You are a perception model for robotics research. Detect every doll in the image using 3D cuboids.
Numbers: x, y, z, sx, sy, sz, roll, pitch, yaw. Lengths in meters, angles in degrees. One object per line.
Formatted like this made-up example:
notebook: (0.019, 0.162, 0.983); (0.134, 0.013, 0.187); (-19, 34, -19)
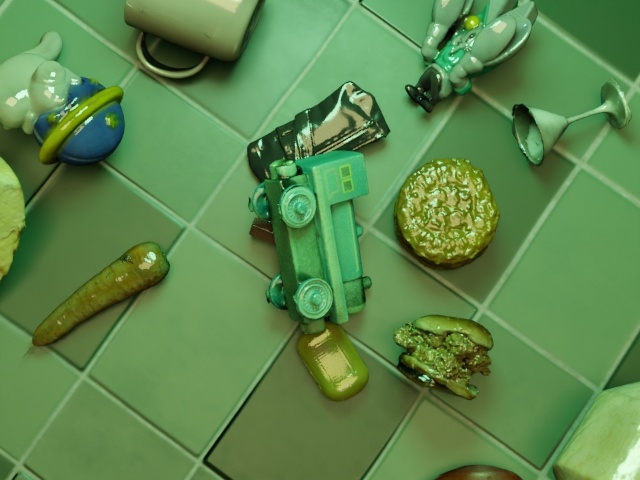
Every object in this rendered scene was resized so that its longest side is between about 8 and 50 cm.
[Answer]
doll: (0.268, -0.339, 1.732); (0.195, 0.153, 0.258); (18, 78, 27)
doll: (-0.456, -0.213, 1.634); (0.242, 0.160, 0.311); (55, 49, -8)

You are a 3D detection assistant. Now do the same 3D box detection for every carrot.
carrot: (-0.390, 0.103, 1.699); (0.298, 0.078, 0.078); (-35, 87, -2)

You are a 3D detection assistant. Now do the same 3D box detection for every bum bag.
bum bag: (-0.006, -0.174, 1.749); (0.248, 0.060, 0.123); (-31, 87, -4)

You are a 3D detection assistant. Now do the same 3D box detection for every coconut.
coconut: (0.525, 0.398, 1.611); (0.329, 0.329, 0.328); (0, 84, -3)

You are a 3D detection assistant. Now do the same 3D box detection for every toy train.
toy train: (0.000, 0.000, 1.671); (0.194, 0.120, 0.298); (-18, 107, -30)

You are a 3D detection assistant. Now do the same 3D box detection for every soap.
soap: (0.022, 0.207, 1.717); (0.089, 0.045, 0.140); (-32, 88, -3)

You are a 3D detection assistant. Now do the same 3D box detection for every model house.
model house: (-0.076, -0.019, 1.729); (0.083, 0.058, 0.057); (23, 83, 0)

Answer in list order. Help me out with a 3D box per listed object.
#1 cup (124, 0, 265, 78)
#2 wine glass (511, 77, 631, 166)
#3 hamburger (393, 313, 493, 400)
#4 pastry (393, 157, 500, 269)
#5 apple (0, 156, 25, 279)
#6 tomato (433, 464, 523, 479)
cup: (-0.216, -0.391, 1.713); (0.200, 0.191, 0.252); (24, 113, -3)
wine glass: (0.442, -0.212, 1.751); (0.183, 0.122, 0.122); (-19, 85, -6)
hamburger: (0.200, 0.183, 1.674); (0.185, 0.159, 0.131); (21, 87, -21)
pastry: (0.216, -0.044, 1.724); (0.189, 0.103, 0.188); (0, 83, -3)
apple: (-0.658, -0.020, 1.610); (0.314, 0.252, 0.309); (30, 110, 3)
tomato: (0.280, 0.547, 1.632); (0.290, 0.176, 0.334); (-30, 88, -3)
